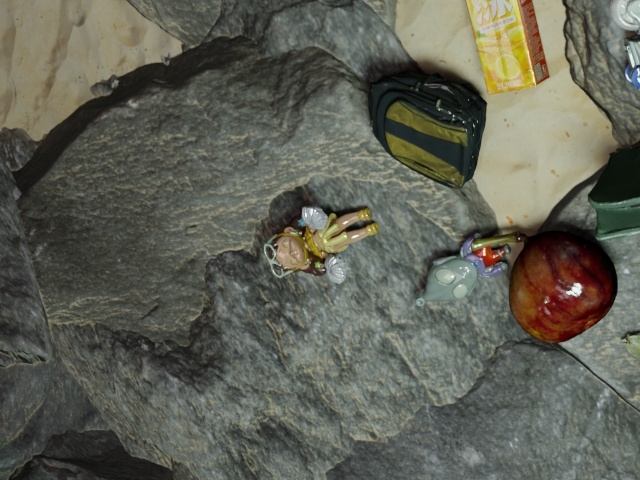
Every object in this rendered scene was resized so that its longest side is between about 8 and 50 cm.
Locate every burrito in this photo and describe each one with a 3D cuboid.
[{"bbox_3d":[0.634,0.214,1.790,0.188,0.045,0.058,23,117,24],"label":"burrito"}]

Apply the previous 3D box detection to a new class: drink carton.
[{"bbox_3d":[0.314,-0.369,1.691,0.096,0.071,0.223,-6,108,35],"label":"drink carton"}]

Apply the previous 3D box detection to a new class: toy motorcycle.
[{"bbox_3d":[0.538,-0.289,1.580,0.112,0.112,0.254,-11,107,36],"label":"toy motorcycle"}]

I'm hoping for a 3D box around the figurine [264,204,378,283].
[{"bbox_3d":[-0.001,0.000,2.052,0.240,0.116,0.175,-18,105,32],"label":"figurine"}]

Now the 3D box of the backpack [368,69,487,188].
[{"bbox_3d":[0.188,-0.217,1.820,0.258,0.133,0.206,26,133,27],"label":"backpack"}]

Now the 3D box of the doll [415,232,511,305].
[{"bbox_3d":[0.271,0.064,1.937,0.227,0.075,0.102,-36,100,28],"label":"doll"}]

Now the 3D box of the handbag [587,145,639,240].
[{"bbox_3d":[0.560,-0.097,1.549,0.247,0.260,0.079,-11,109,32],"label":"handbag"}]

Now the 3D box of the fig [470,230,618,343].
[{"bbox_3d":[0.418,0.050,1.787,0.204,0.186,0.250,113,142,-49],"label":"fig"}]
